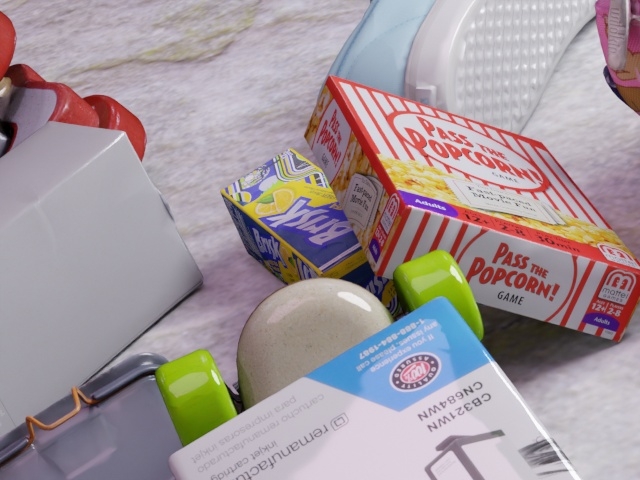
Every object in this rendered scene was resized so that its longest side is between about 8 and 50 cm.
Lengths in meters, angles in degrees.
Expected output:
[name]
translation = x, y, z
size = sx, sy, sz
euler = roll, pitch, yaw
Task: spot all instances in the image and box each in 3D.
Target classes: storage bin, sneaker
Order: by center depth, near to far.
[storage bin]
translation = -0.113, 0.134, 1.055
size = 0.135, 0.098, 0.091
euler = -32, 39, -12
[sneaker]
translation = 0.111, -0.191, 1.379
size = 0.150, 0.135, 0.366
euler = 2, 37, 36

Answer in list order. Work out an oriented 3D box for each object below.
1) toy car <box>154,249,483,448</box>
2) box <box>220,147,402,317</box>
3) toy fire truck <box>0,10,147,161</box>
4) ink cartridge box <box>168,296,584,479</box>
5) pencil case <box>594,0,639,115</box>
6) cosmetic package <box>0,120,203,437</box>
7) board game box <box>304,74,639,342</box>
[toy car]
translation = 0.008, 0.093, 1.022
size = 0.155, 0.149, 0.188
euler = -22, -1, -5
[box]
translation = 0.000, 0.000, 1.225
size = 0.059, 0.054, 0.169
euler = -32, 29, -11
[toy fire truck]
translation = -0.287, -0.033, 1.443
size = 0.302, 0.169, 0.254
euler = 13, 70, 51
[ink cartridge box]
translation = 0.048, 0.144, 0.831
size = 0.148, 0.086, 0.203
euler = -30, 48, -7
[pencil case]
translation = 0.286, -0.079, 1.013
size = 0.167, 0.160, 0.386
euler = -30, 28, -9
[cosmetic package]
translation = -0.203, 0.040, 1.249
size = 0.107, 0.127, 0.238
euler = 9, 41, 48
[board game box]
translation = 0.081, -0.021, 1.110
size = 0.146, 0.045, 0.193
euler = 16, 20, -20
